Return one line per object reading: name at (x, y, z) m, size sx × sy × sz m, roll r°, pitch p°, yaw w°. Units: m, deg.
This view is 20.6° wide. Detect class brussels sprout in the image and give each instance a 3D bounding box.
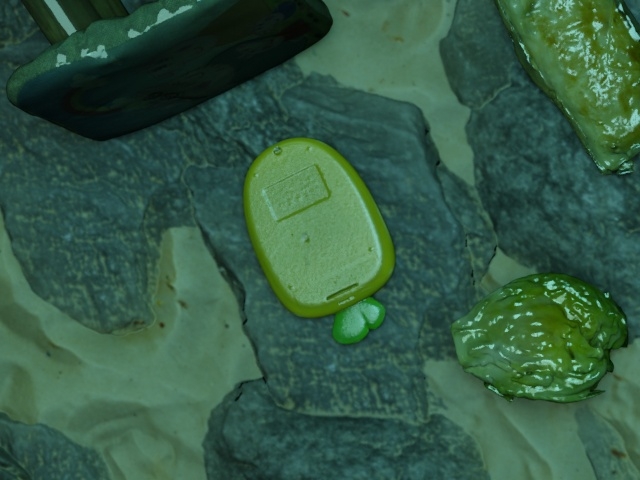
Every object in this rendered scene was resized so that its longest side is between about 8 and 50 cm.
brussels sprout at (0.232, 0.105, 1.851) m, size 0.181 × 0.100 × 0.139 m, roll -4°, pitch 80°, yaw 12°

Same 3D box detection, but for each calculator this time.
calculator at (0.000, 0.000, 1.923) m, size 0.146 × 0.032 × 0.235 m, roll -27°, pitch 84°, yaw 10°

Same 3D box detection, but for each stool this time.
stool at (-0.181, -0.268, 1.825) m, size 0.310 × 0.310 × 0.226 m, roll -25°, pitch 79°, yaw 9°

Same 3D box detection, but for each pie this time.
pie at (0.276, -0.205, 1.854) m, size 0.128 × 0.068 × 0.282 m, roll -33°, pitch 89°, yaw 9°
